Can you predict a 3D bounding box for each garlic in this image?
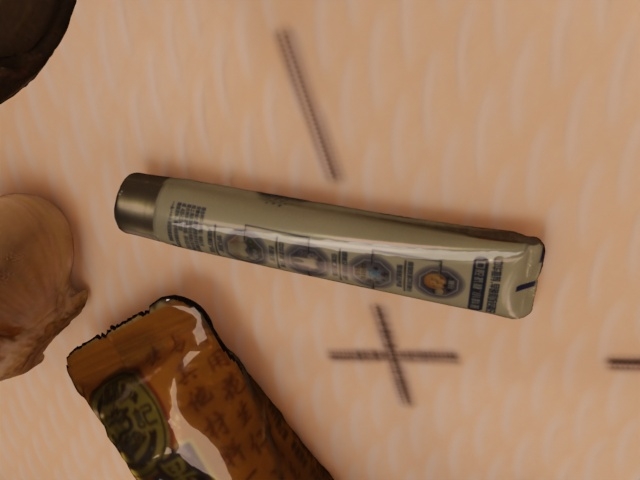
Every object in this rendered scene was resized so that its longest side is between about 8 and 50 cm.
[{"bbox_3d":[-0.230,0.037,0.578,0.099,0.124,0.174,42,108,10],"label":"garlic"}]

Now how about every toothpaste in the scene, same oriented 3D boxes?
[{"bbox_3d":[0.000,0.000,0.485,0.239,0.039,0.062,11,135,14],"label":"toothpaste"}]

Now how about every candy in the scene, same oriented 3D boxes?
[{"bbox_3d":[-0.067,0.161,0.613,0.143,0.101,0.271,-24,109,30],"label":"candy"}]

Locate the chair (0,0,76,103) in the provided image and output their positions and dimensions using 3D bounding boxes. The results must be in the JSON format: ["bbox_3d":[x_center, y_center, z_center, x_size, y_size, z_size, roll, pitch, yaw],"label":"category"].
[{"bbox_3d":[-0.330,-0.144,0.396,0.401,0.226,0.227,-2,126,28],"label":"chair"}]
